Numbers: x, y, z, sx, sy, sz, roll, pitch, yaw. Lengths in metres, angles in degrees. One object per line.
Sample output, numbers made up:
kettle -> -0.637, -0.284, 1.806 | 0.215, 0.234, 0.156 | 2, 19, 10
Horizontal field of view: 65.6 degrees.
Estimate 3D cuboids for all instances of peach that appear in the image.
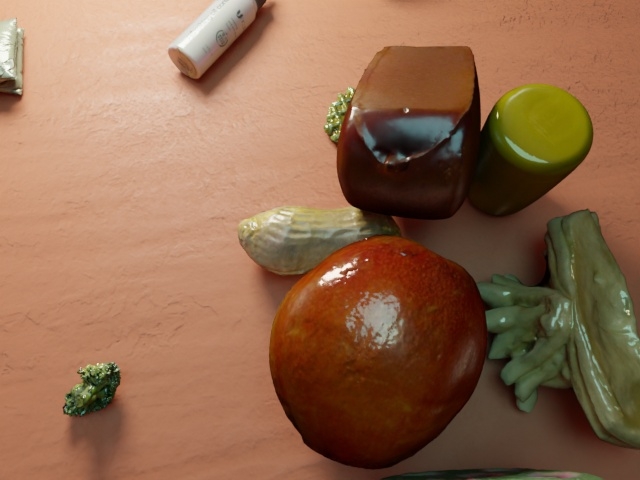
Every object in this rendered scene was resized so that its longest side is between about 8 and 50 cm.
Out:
peach -> 0.088, 0.171, 0.788 | 0.289, 0.373, 0.373 | 26, 65, 40

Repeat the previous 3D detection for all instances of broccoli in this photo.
broccoli -> -0.385, 0.250, 0.827 | 0.096, 0.092, 0.095 | 0, 94, 8

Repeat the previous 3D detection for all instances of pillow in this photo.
pillow -> -0.706, -0.396, 1.059 | 0.134, 0.078, 0.182 | -8, 68, -7

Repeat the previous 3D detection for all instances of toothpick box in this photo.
toothpick box -> 0.373, -0.152, 0.948 | 0.174, 0.271, 0.175 | 0, 72, 1

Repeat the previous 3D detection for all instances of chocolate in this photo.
chocolate -> 0.000, 0.000, 0.933 | 0.309, 0.134, 0.134 | 1, 69, -7

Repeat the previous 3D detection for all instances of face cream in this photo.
face cream -> -0.215, -0.503, 1.133 | 0.092, 0.092, 0.311 | 33, 69, 8

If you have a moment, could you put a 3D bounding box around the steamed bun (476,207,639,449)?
steamed bun -> 0.426, 0.161, 0.896 | 0.247, 0.189, 0.428 | 6, 66, -33

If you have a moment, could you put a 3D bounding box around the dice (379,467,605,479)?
dice -> 0.235, 0.485, 0.660 | 0.330, 0.318, 0.322 | -2, 68, -6

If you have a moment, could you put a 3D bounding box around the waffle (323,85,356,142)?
waffle -> 0.105, -0.264, 1.092 | 0.183, 0.036, 0.169 | 24, 67, 5

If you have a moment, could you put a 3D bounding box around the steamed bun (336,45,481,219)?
steamed bun -> 0.163, -0.178, 0.893 | 0.234, 0.248, 0.379 | 6, 40, 13
